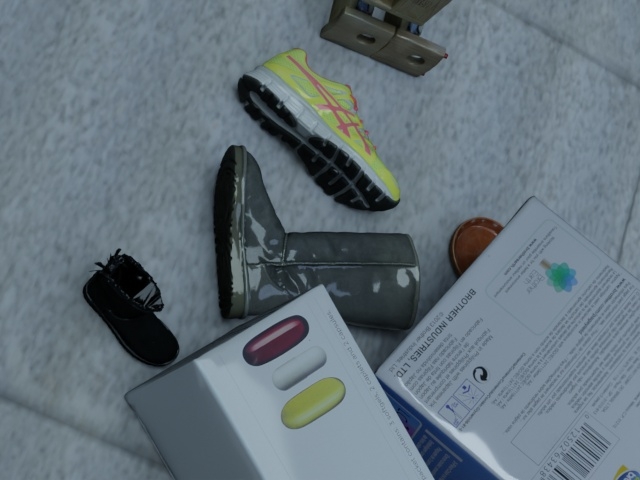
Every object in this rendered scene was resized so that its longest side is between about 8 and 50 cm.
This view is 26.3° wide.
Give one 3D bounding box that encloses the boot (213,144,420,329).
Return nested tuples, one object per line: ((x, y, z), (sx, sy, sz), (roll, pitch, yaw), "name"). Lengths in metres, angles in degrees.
((-0.001, -0.001, 1.388), (0.208, 0.076, 0.189), (-1, 90, -19), "boot")

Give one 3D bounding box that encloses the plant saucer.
((0.178, 0.016, 1.502), (0.083, 0.013, 0.083), (8, 71, -23), "plant saucer")

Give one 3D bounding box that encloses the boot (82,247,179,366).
((-0.168, 0.064, 1.274), (0.121, 0.099, 0.045), (46, 63, -7), "boot")

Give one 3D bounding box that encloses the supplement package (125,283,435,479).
((-0.028, 0.203, 1.240), (0.145, 0.204, 0.262), (-30, 90, -29), "supplement package")

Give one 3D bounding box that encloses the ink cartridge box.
((0.267, 0.191, 1.345), (0.395, 0.151, 0.270), (39, 66, 12), "ink cartridge box")

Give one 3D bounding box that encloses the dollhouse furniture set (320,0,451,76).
((0.106, -0.281, 1.458), (0.129, 0.183, 0.129), (20, 67, -19), "dollhouse furniture set")

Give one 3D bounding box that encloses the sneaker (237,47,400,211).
((0.016, -0.120, 1.428), (0.208, 0.081, 0.094), (46, 59, -6), "sneaker")
